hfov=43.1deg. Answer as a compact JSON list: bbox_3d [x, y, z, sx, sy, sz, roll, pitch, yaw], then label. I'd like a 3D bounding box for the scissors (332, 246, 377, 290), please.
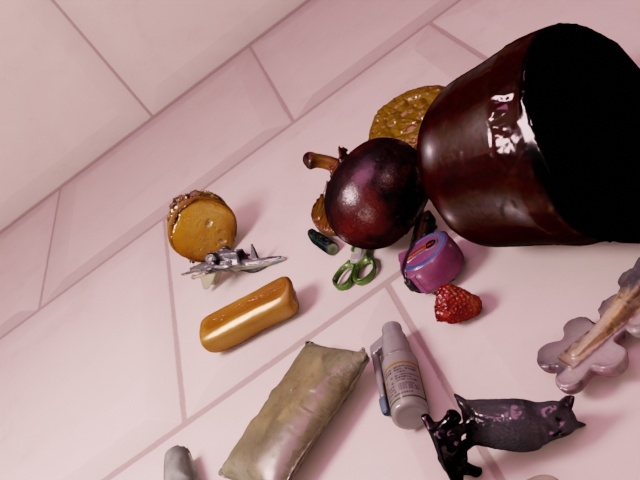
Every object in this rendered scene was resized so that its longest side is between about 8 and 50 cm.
[{"bbox_3d":[0.084,0.020,1.706,0.101,0.027,0.204,-16,38,30],"label":"scissors"}]

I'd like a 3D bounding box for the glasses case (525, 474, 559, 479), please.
[{"bbox_3d":[0.226,0.370,1.018,0.204,0.051,0.081,-35,28,7],"label":"glasses case"}]

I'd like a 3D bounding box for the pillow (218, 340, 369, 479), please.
[{"bbox_3d":[-0.044,0.300,1.406,0.185,0.075,0.302,3,51,53],"label":"pillow"}]

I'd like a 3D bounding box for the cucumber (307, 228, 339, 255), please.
[{"bbox_3d":[0.000,0.000,1.826,0.032,0.032,0.133,-43,30,-7],"label":"cucumber"}]

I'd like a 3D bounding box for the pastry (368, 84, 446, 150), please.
[{"bbox_3d":[0.219,-0.240,1.814,0.240,0.132,0.235,-20,33,33],"label":"pastry"}]

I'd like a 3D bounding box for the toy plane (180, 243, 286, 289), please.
[{"bbox_3d":[-0.203,0.047,1.938,0.262,0.088,0.192,-18,7,26],"label":"toy plane"}]

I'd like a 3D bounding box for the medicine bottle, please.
[{"bbox_3d":[0.124,0.224,1.344,0.092,0.061,0.220,-49,23,23],"label":"medicine bottle"}]

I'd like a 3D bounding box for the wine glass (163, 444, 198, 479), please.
[{"bbox_3d":[-0.240,0.452,1.422,0.074,0.074,0.262,-37,27,3],"label":"wine glass"}]

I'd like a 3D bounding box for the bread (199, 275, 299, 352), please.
[{"bbox_3d":[-0.147,0.162,1.720,0.239,0.074,0.092,-28,36,18],"label":"bread"}]

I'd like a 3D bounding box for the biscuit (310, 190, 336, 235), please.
[{"bbox_3d":[0.058,-0.092,1.873,0.176,0.031,0.228,-24,31,13],"label":"biscuit"}]

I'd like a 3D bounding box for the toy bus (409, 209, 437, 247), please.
[{"bbox_3d":[0.204,-0.014,1.615,0.043,0.031,0.110,-22,31,33],"label":"toy bus"}]

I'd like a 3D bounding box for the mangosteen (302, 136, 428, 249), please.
[{"bbox_3d":[0.084,-0.111,1.619,0.235,0.261,0.235,-56,0,0],"label":"mangosteen"}]

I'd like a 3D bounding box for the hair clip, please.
[{"bbox_3d":[0.420,0.115,1.151,0.257,0.075,0.146,-47,27,-1],"label":"hair clip"}]

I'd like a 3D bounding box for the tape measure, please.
[{"bbox_3d":[0.204,0.038,1.497,0.118,0.074,0.125,-33,24,22],"label":"tape measure"}]

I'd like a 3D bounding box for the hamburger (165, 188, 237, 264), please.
[{"bbox_3d":[-0.312,-0.041,2.077,0.182,0.191,0.118,-50,28,-5],"label":"hamburger"}]

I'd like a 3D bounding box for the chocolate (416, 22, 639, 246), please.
[{"bbox_3d":[0.341,-0.131,1.349,0.331,0.384,0.383,-30,25,50],"label":"chocolate"}]

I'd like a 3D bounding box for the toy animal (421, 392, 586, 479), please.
[{"bbox_3d":[0.254,0.255,1.129,0.210,0.121,0.117,-17,27,8],"label":"toy animal"}]

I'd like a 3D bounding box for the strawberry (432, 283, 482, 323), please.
[{"bbox_3d":[0.231,0.109,1.374,0.083,0.073,0.073,8,51,31],"label":"strawberry"}]
